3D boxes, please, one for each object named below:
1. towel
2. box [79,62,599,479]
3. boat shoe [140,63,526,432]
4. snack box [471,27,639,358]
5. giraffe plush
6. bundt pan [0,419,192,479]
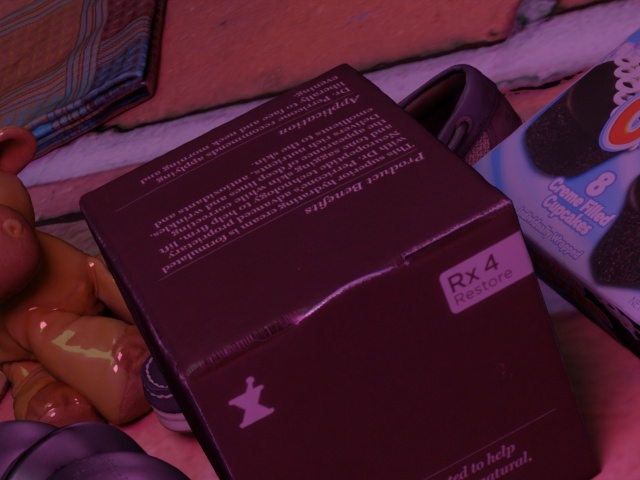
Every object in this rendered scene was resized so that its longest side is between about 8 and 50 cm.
[{"bbox_3d":[-0.301,-0.131,1.507,0.370,0.040,0.271,-26,34,17],"label":"towel"},{"bbox_3d":[0.004,0.044,0.836,0.168,0.167,0.203,-27,32,-8],"label":"box"},{"bbox_3d":[0.000,0.000,0.992,0.285,0.092,0.103,-36,32,2],"label":"boat shoe"},{"bbox_3d":[0.220,-0.015,0.828,0.187,0.060,0.322,-39,32,-4],"label":"snack box"},{"bbox_3d":[-0.194,0.021,1.081,0.210,0.170,0.181,14,58,51],"label":"giraffe plush"},{"bbox_3d":[-0.178,0.216,0.815,0.331,0.124,0.330,-18,37,14],"label":"bundt pan"}]
